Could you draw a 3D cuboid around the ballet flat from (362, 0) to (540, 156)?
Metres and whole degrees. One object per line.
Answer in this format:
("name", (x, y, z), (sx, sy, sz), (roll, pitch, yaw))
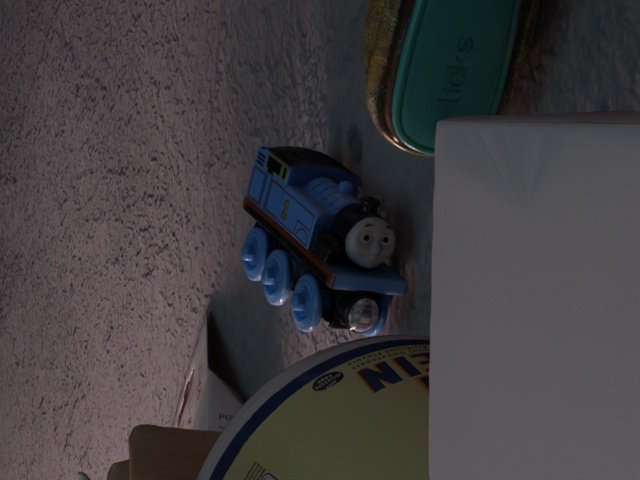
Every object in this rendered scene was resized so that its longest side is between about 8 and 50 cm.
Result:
("ballet flat", (0.098, -0.213, 0.970), (0.123, 0.123, 0.349), (-120, 37, -45))

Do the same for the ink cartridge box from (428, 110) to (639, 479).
("ink cartridge box", (0.243, 0.045, 0.454), (0.395, 0.285, 0.166), (-170, 80, -65))

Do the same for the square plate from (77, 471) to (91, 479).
("square plate", (-0.016, 0.323, 0.816), (0.347, 0.049, 0.344), (48, 161, 33))

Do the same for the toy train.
("toy train", (0.000, 0.000, 1.223), (0.184, 0.080, 0.105), (41, 122, 58))

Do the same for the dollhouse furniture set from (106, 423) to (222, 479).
("dollhouse furniture set", (-0.059, 0.392, 1.221), (0.362, 0.256, 0.394), (122, 150, -49))

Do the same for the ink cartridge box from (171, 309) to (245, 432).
("ink cartridge box", (-0.099, 0.210, 1.501), (0.232, 0.066, 0.189), (-88, 14, -51))

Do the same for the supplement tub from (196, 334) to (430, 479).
("supplement tub", (0.089, 0.187, 0.775), (0.325, 0.235, 0.235), (-158, 69, -64))
